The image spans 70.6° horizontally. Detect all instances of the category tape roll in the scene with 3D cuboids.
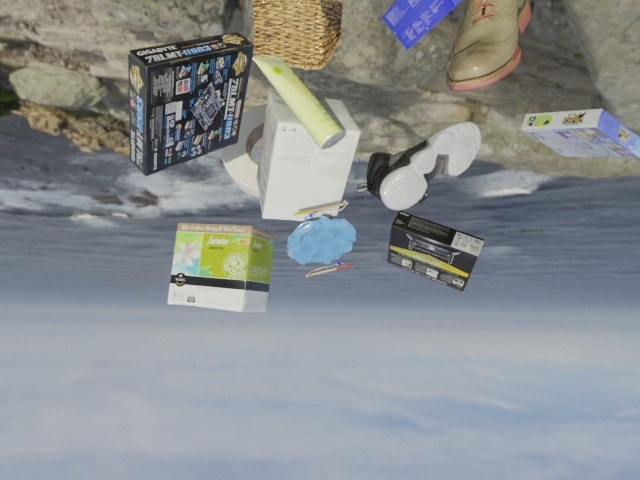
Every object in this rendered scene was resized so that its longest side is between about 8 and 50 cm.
[{"bbox_3d":[-0.163,-0.329,1.643,0.392,0.392,0.072,0,155,4],"label":"tape roll"}]

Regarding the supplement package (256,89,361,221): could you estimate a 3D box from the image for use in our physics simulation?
[{"bbox_3d":[-0.045,-0.211,1.159,0.199,0.198,0.262,3,128,-17],"label":"supplement package"}]

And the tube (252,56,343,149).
[{"bbox_3d":[-0.046,-0.305,0.968,0.062,0.240,0.070,-37,173,-2],"label":"tube"}]

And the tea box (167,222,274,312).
[{"bbox_3d":[-0.383,0.107,1.773,0.329,0.323,0.220,2,171,19],"label":"tea box"}]

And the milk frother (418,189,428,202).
[{"bbox_3d":[0.370,-0.233,1.933,0.129,0.143,0.135,-5,-171,-20],"label":"milk frother"}]

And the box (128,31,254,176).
[{"bbox_3d":[-0.307,-0.324,1.078,0.293,0.073,0.295,-35,159,-39],"label":"box"}]

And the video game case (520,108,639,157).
[{"bbox_3d":[0.819,-0.330,1.418,0.269,0.061,0.244,15,-177,-32],"label":"video game case"}]

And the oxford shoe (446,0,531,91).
[{"bbox_3d":[0.283,-0.383,0.788,0.123,0.348,0.130,0,135,32],"label":"oxford shoe"}]

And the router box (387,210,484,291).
[{"bbox_3d":[0.400,0.041,1.622,0.309,0.081,0.243,22,149,17],"label":"router box"}]

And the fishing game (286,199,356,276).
[{"bbox_3d":[0.000,0.000,1.186,0.189,0.041,0.264,-15,139,-1],"label":"fishing game"}]

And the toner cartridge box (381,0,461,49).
[{"bbox_3d":[0.363,-0.842,1.628,0.165,0.075,0.348,48,167,-11],"label":"toner cartridge box"}]

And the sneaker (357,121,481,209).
[{"bbox_3d":[0.197,-0.168,0.940,0.268,0.101,0.153,-36,-151,-17],"label":"sneaker"}]

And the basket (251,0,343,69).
[{"bbox_3d":[-0.078,-0.747,1.628,0.299,0.223,0.213,13,-151,22],"label":"basket"}]
